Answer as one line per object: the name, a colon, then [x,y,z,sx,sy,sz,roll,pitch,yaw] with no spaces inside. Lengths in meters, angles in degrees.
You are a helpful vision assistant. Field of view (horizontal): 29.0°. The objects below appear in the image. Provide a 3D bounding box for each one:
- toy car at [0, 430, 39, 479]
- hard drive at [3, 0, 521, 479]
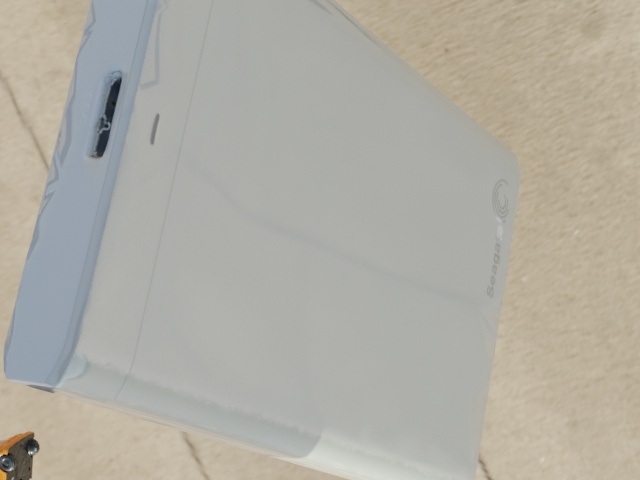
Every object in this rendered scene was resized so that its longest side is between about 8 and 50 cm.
toy car: [-0.202,0.137,0.867,0.041,0.122,0.060,12,124,17]
hard drive: [0.000,0.000,0.576,0.040,0.307,0.203,1,73,35]
